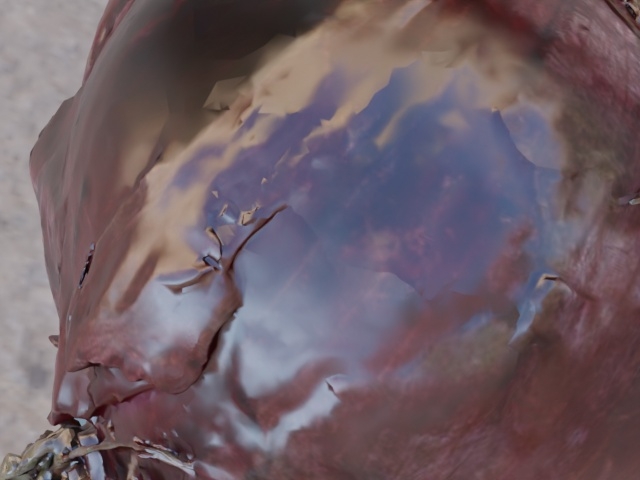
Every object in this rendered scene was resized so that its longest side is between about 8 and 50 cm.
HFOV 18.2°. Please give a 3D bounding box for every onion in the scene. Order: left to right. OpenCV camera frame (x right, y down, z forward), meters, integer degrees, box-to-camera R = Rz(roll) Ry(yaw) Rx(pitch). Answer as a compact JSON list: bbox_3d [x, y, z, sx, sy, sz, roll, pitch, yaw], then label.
[{"bbox_3d":[0.014,-0.015,0.645,0.281,0.221,0.281,-22,54,35],"label":"onion"}]

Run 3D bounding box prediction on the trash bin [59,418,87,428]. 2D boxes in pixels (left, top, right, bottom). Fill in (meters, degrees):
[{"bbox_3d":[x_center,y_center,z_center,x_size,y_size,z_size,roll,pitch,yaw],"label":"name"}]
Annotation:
[{"bbox_3d":[-0.057,0.082,1.017,0.130,0.059,0.116,21,89,-1],"label":"trash bin"}]
